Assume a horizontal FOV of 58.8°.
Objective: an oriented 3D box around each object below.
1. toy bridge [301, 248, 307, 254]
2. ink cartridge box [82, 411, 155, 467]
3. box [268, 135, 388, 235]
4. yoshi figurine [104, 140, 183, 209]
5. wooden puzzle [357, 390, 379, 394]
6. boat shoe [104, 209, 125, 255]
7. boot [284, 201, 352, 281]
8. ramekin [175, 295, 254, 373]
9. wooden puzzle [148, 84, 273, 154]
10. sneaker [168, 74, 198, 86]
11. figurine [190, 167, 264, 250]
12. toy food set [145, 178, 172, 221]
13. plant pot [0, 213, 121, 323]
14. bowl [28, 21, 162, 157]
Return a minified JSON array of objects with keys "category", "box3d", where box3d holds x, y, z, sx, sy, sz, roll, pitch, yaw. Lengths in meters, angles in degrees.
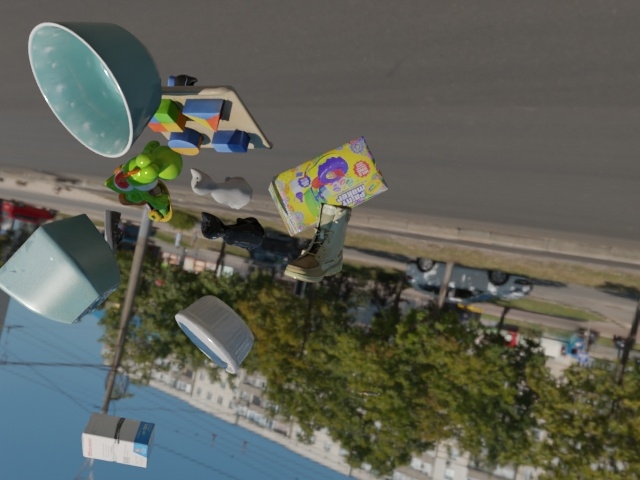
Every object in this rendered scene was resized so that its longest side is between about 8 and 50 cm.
[{"category":"toy bridge","box3d":[-0.004,0.025,2.302,0.063,0.026,0.188,32,-140,14]},{"category":"ink cartridge box","box3d":[-0.604,0.601,1.709,0.191,0.139,0.082,14,-140,-5]},{"category":"box","box3d":[0.013,-0.155,1.734,0.290,0.177,0.279,-26,-178,-9]},{"category":"yoshi figurine","box3d":[-0.558,-0.219,1.872,0.204,0.203,0.362,35,159,-22]},{"category":"wooden puzzle","box3d":[0.180,0.559,2.083,0.083,0.006,0.049,8,174,-28]},{"category":"boat shoe","box3d":[-0.806,-0.027,2.230,0.076,0.228,0.080,1,137,-23]},{"category":"boot","box3d":[0.000,0.000,1.248,0.077,0.165,0.213,19,-165,25]},{"category":"ramekin","box3d":[-0.337,0.299,1.869,0.273,0.127,0.273,35,154,20]},{"category":"wooden puzzle","box3d":[-0.334,-0.314,1.566,0.322,0.080,0.348,4,165,17]},{"category":"sneaker","box3d":[-0.441,-0.419,1.847,0.091,0.232,0.081,2,-167,4]},{"category":"figurine","box3d":[-0.263,-0.088,1.537,0.092,0.214,0.209,-26,160,26]},{"category":"toy food set","box3d":[-0.625,-0.159,2.103,0.128,0.217,0.071,10,-151,28]},{"category":"plant pot","box3d":[-0.766,0.103,1.735,0.252,0.247,0.248,46,-167,-3]},{"category":"bowl","box3d":[-0.480,-0.361,1.283,0.312,0.163,0.311,25,138,24]}]
